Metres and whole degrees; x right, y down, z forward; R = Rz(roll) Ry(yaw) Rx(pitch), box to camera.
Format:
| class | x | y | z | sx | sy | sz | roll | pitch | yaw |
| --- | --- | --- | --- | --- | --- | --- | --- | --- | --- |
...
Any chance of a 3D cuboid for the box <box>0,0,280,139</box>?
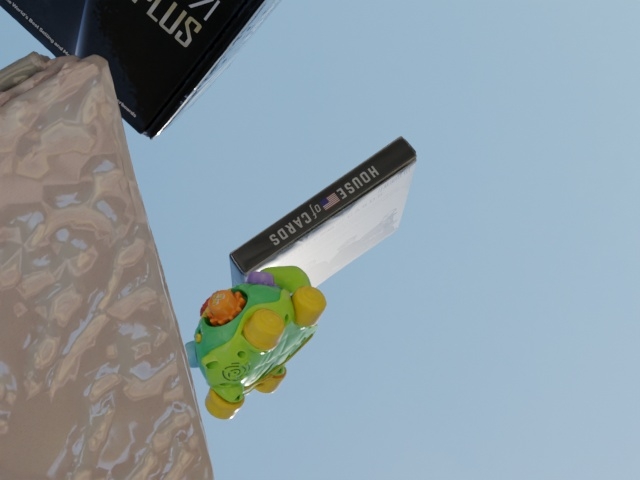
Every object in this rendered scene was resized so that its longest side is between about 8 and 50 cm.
| class | x | y | z | sx | sy | sz | roll | pitch | yaw |
| --- | --- | --- | --- | --- | --- | --- | --- | --- | --- |
| box | -0.094 | -0.160 | 0.863 | 0.180 | 0.147 | 0.077 | 43 | -132 | -2 |

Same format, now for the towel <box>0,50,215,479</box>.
| class | x | y | z | sx | sy | sz | roll | pitch | yaw |
| --- | --- | --- | --- | --- | --- | --- | --- | --- | --- |
| towel | -0.198 | 0.114 | 0.854 | 0.332 | 0.317 | 0.053 | -35 | -139 | -31 |

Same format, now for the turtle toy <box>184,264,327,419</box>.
| class | x | y | z | sx | sy | sz | roll | pitch | yaw |
| --- | --- | --- | --- | --- | --- | --- | --- | --- | --- |
| turtle toy | -0.044 | 0.058 | 1.279 | 0.066 | 0.095 | 0.130 | 41 | -144 | 15 |

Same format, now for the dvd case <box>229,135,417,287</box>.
| class | x | y | z | sx | sy | sz | roll | pitch | yaw |
| --- | --- | --- | --- | --- | --- | --- | --- | --- | --- |
| dvd case | 0.000 | 0.000 | 1.655 | 0.029 | 0.179 | 0.239 | 53 | 170 | 11 |
